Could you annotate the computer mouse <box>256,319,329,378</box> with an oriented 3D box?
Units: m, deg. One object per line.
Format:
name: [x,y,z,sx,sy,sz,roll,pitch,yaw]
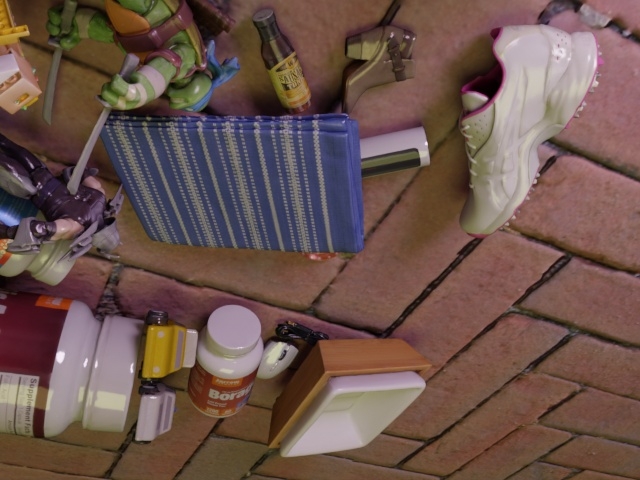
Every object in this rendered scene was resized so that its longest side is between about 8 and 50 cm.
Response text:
computer mouse: [-0.079,0.222,1.184,0.106,0.042,0.193,25,129,-28]

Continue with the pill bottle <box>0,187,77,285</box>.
pill bottle: [-0.443,-0.026,0.840,0.222,0.124,0.124,33,125,-32]

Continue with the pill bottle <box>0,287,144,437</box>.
pill bottle: [-0.498,0.191,0.990,0.393,0.224,0.224,11,134,-15]

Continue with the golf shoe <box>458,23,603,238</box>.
golf shoe: [0.228,-0.137,0.800,0.140,0.115,0.306,15,127,-5]

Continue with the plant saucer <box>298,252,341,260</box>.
plant saucer: [0.000,0.000,0.979,0.084,0.013,0.083,-2,137,-2]

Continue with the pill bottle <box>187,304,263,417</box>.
pill bottle: [-0.170,0.216,1.114,0.121,0.121,0.216,7,135,-12]

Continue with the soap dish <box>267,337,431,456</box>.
soap dish: [0.044,0.299,1.191,0.229,0.118,0.290,3,137,-29]

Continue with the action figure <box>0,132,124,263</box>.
action figure: [-0.360,-0.073,0.771,0.099,0.185,0.285,-40,110,15]

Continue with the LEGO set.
LEGO set: [-0.363,-0.202,0.637,0.287,0.132,0.107,28,147,14]

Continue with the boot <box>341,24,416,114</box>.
boot: [0.071,-0.203,0.754,0.087,0.042,0.118,-1,137,-6]

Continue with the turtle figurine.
turtle figurine: [-0.235,-0.209,0.615,0.275,0.197,0.266,-14,130,6]

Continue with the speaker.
speaker: [0.076,-0.114,0.836,0.136,0.055,0.055,-10,136,7]

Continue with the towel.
towel: [-0.109,-0.074,0.842,0.336,0.040,0.243,3,139,11]

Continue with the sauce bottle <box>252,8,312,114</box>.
sauce bottle: [-0.047,-0.210,0.736,0.042,0.042,0.128,-15,137,11]

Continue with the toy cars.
toy cars: [-0.276,0.246,1.098,0.087,0.176,0.393,8,135,-13]
